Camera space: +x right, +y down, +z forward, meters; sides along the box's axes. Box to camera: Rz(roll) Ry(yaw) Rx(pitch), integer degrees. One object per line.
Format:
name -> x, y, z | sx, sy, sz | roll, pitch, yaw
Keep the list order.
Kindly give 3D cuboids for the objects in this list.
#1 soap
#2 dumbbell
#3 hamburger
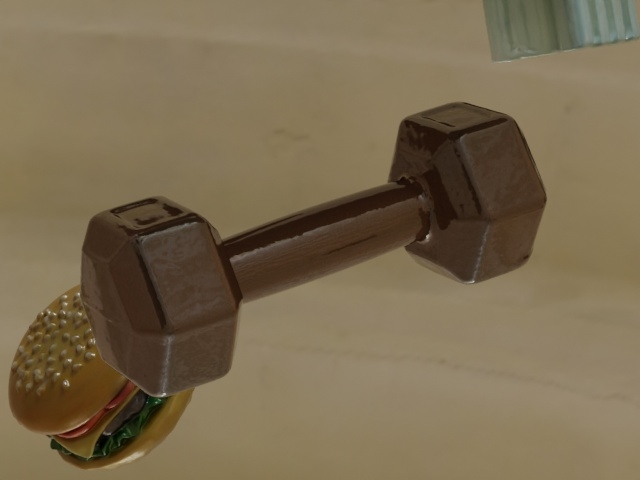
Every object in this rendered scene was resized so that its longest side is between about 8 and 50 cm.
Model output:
soap -> 0.183, -0.285, 1.544 | 0.087, 0.160, 0.265 | -7, -84, 28
dumbbell -> 0.000, 0.000, 0.898 | 0.092, 0.231, 0.082 | 27, -50, 56
hamburger -> -0.178, 0.107, 1.535 | 0.162, 0.115, 0.162 | -26, -140, 24
